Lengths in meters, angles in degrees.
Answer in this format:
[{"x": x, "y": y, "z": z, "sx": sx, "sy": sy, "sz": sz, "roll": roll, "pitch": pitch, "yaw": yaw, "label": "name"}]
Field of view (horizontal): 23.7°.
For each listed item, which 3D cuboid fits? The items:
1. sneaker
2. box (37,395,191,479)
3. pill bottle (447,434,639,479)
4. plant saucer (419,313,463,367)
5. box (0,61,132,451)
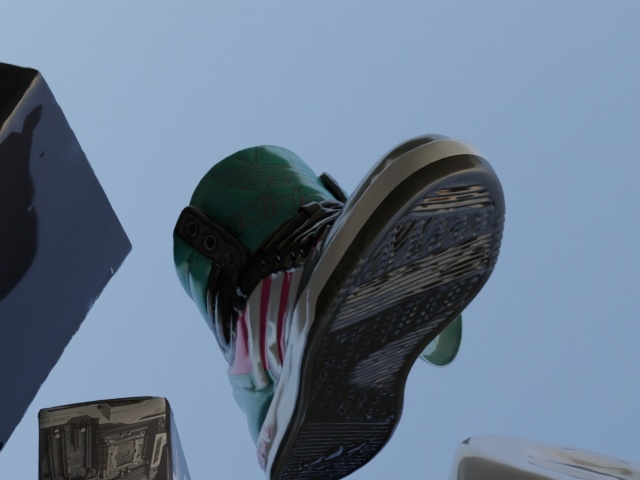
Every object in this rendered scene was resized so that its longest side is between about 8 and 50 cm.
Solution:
[{"x": 0.000, "y": 0.000, "z": 0.880, "sx": 0.123, "sy": 0.295, "sz": 0.178, "roll": -12, "pitch": -123, "yaw": -28, "label": "sneaker"}, {"x": -0.102, "y": 0.276, "z": 0.847, "sx": 0.076, "sy": 0.242, "sz": 0.308, "roll": -5, "pitch": -123, "yaw": -1, "label": "box"}, {"x": 0.134, "y": 0.293, "z": 0.938, "sx": 0.176, "sy": 0.176, "sz": 0.319, "roll": 14, "pitch": -87, "yaw": 39, "label": "pill bottle"}, {"x": 0.094, "y": 0.061, "z": 1.407, "sx": 0.021, "sy": 0.119, "sz": 0.119, "roll": -15, "pitch": -132, "yaw": 31, "label": "plant saucer"}, {"x": -0.353, "y": 0.035, "z": 0.937, "sx": 0.343, "sy": 0.179, "sz": 0.313, "roll": 13, "pitch": -124, "yaw": 25, "label": "box"}]
